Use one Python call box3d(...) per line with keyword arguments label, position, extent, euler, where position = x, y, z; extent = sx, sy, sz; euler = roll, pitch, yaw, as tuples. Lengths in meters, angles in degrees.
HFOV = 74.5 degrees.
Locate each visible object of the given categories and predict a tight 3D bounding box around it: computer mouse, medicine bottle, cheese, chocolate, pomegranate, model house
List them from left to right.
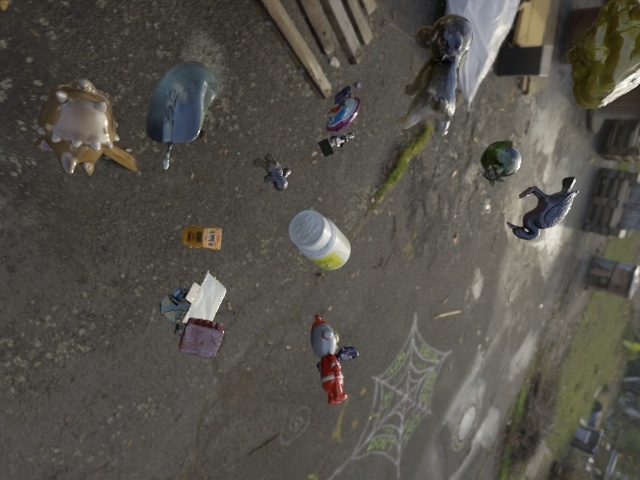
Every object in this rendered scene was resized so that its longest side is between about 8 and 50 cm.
box3d(label="computer mouse", position=(-0.388, -0.362, 1.147), extent=(0.090, 0.167, 0.380), euler=(79, 14, -64))
box3d(label="model house", position=(-0.522, 0.255, 1.628), extent=(0.178, 0.206, 0.271), euler=(50, 40, -35))
box3d(label="medicine bottle", position=(0.000, 0.000, 1.390), extent=(0.143, 0.143, 0.258), euler=(-63, 153, -9))
box3d(label="chocolate", position=(0.059, 0.413, 1.470), extent=(0.147, 0.070, 0.072), euler=(-36, 141, 0))
box3d(label="cheese", position=(0.048, -0.280, 0.897), extent=(0.038, 0.095, 0.145), euler=(39, 37, -34))
box3d(label="pomegranate", position=(0.668, -0.290, 1.565), extent=(0.149, 0.148, 0.169), euler=(63, 37, -39))

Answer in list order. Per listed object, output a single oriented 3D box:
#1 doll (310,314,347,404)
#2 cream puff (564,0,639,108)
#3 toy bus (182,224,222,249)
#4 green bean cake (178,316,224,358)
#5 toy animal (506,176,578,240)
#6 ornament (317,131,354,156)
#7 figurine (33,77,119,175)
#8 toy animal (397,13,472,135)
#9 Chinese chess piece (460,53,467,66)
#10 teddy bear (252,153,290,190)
box3d(label="doll", position=(0.019, 0.320, 1.157), extent=(0.076, 0.245, 0.142), euler=(-3, 150, -17))
box3d(label="cream puff", position=(0.406, -0.267, 0.582), extent=(0.146, 0.116, 0.146), euler=(-29, 167, -7))
box3d(label="toy bus", position=(-0.357, -0.010, 1.255), extent=(0.074, 0.162, 0.070), euler=(4, 90, -43))
box3d(label="green bean cake", position=(-0.414, 0.338, 1.470), extent=(0.135, 0.056, 0.135), euler=(18, 110, -16))
box3d(label="toy animal", position=(0.878, -0.134, 1.659), extent=(0.298, 0.185, 0.122), euler=(-33, 174, 7))
box3d(label="ornament", position=(0.096, -0.493, 2.061), extent=(0.203, 0.081, 0.088), euler=(-32, 105, -25))
box3d(label="figurine", position=(-0.596, -0.266, 1.027), extent=(0.177, 0.173, 0.247), euler=(31, 110, -37))
box3d(label="toy animal", position=(0.237, -0.335, 0.867), extent=(0.169, 0.121, 0.233), euler=(117, -14, -73))
box3d(label="Chinese chess piece", position=(0.459, -0.638, 1.395), extent=(0.122, 0.051, 0.122), euler=(6, 90, -81))
box3d(label="teddy bear", position=(-0.174, -0.265, 1.594), extent=(0.119, 0.078, 0.160), euler=(-33, 85, -32))
